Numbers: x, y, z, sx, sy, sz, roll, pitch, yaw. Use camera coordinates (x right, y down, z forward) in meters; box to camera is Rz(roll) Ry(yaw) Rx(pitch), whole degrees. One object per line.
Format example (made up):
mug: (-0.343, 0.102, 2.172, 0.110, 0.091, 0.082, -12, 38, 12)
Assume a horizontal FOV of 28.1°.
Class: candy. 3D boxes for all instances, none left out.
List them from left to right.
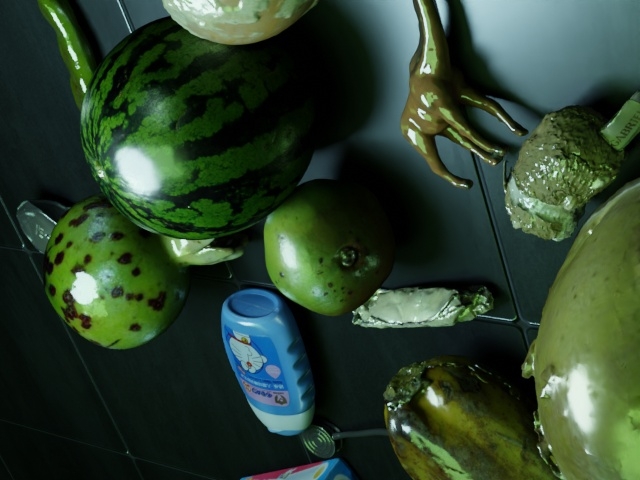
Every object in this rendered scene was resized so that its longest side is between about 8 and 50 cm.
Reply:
candy: (-0.033, 0.473, 2.185, 0.306, 0.100, 0.157, -23, 107, 49)

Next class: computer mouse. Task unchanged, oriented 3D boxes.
computer mouse: (-0.414, -0.010, 2.106, 0.192, 0.062, 0.106, 31, 140, 6)

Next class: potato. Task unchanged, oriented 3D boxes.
potato: (0.420, 0.180, 1.298, 0.442, 0.319, 0.385, 33, 142, -4)

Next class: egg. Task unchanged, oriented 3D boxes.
egg: (-0.086, -0.318, 1.412, 0.203, 0.203, 0.245, 42, 146, 2)

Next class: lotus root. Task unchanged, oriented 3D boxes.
lotus root: (0.248, 0.312, 1.699, 0.196, 0.179, 0.397, -44, 93, 10)

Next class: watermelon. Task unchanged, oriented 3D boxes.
watermelon: (-0.153, -0.138, 1.587, 0.285, 0.285, 0.285, 24, 138, 24)

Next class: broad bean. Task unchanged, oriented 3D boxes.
broad bean: (-0.349, -0.263, 1.822, 0.065, 0.046, 0.254, 13, 132, 43)

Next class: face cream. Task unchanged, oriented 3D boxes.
face cream: (-0.077, 0.197, 1.979, 0.149, 0.083, 0.264, 16, 135, 36)

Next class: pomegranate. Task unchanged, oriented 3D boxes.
pomegranate: (-0.262, 0.043, 1.880, 0.306, 0.242, 0.242, 3, 127, 34)
pomegranate: (0.000, 0.000, 1.674, 0.209, 0.180, 0.180, 35, 152, 60)

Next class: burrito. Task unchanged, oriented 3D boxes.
burrito: (0.132, 0.088, 1.709, 0.229, 0.063, 0.058, -1, 96, 44)

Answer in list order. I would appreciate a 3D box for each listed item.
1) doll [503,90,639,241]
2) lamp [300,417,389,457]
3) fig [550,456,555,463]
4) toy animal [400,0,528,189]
doll: (0.272, -0.083, 1.385, 0.115, 0.105, 0.221, 47, 145, 6)
lamp: (0.080, 0.310, 1.923, 0.371, 0.108, 0.130, -1, 120, 43)
fig: (0.362, 0.239, 1.570, 0.165, 0.144, 0.154, 28, 163, 17)
toy animal: (0.139, -0.189, 1.441, 0.230, 0.066, 0.224, 46, 143, 5)
